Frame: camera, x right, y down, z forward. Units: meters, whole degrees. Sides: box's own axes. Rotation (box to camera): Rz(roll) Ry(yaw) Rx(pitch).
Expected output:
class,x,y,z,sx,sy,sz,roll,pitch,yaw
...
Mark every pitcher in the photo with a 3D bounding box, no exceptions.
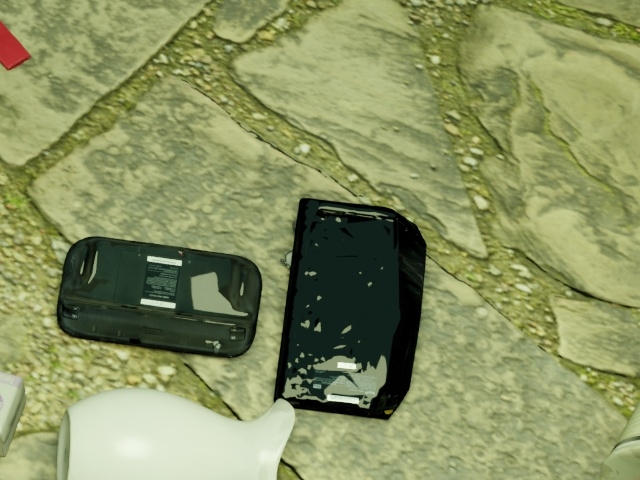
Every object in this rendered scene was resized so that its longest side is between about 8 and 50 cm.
class,x,y,z,sx,sy,sz,roll,pitch,yaw
pitcher,-0.134,0.226,1.410,0.207,0.125,0.177,6,74,-17

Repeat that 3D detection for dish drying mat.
class,x,y,z,sx,sy,sz,roll,pitch,yaw
dish drying mat,-0.358,-0.223,1.705,0.032,0.008,0.083,-35,70,-23

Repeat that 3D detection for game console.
class,x,y,z,sx,sy,sz,roll,pitch,yaw
game console,-0.079,0.053,1.537,0.361,0.044,0.213,8,71,0

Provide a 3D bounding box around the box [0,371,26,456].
class,x,y,z,sx,sy,sz,roll,pitch,yaw
box,-0.443,0.125,1.453,0.324,0.063,0.067,16,61,2

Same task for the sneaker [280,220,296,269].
class,x,y,z,sx,sy,sz,roll,pitch,yaw
sneaker,0.000,0.000,1.600,0.069,0.038,0.098,41,62,16

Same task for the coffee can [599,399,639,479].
class,x,y,z,sx,sy,sz,roll,pitch,yaw
coffee can,0.415,0.157,1.465,0.202,0.201,0.275,30,61,11
